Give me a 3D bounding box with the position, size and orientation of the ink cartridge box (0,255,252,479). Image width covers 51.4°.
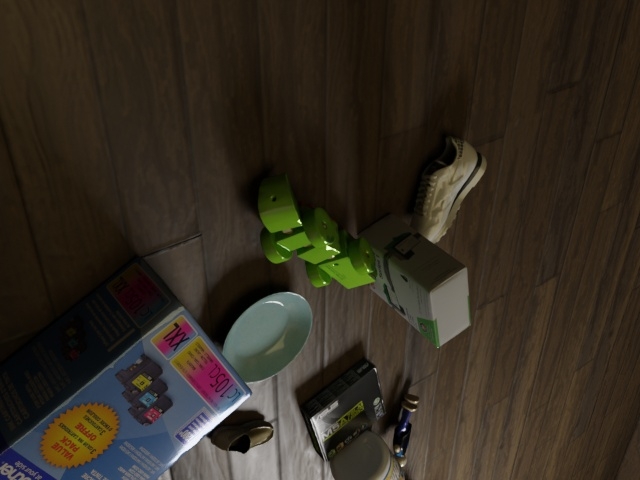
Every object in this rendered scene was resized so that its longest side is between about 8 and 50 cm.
[{"bbox_3d":[-0.334,0.259,0.992,0.395,0.151,0.270,-39,136,-13],"label":"ink cartridge box"}]

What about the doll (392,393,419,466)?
[{"bbox_3d":[0.206,0.484,1.660,0.129,0.046,0.189,-45,145,-66],"label":"doll"}]

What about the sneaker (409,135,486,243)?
[{"bbox_3d":[0.227,-0.093,1.316,0.094,0.090,0.235,27,93,-35],"label":"sneaker"}]

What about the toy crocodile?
[{"bbox_3d":[0.000,0.000,1.156,0.115,0.105,0.340,-20,147,27],"label":"toy crocodile"}]

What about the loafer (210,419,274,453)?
[{"bbox_3d":[-0.147,0.394,1.314,0.148,0.050,0.056,4,114,-43],"label":"loafer"}]

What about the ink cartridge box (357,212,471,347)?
[{"bbox_3d":[0.178,0.072,1.269,0.092,0.219,0.160,-31,133,-18],"label":"ink cartridge box"}]

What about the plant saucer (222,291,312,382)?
[{"bbox_3d":[-0.103,0.171,1.217,0.195,0.037,0.195,-22,128,-30],"label":"plant saucer"}]

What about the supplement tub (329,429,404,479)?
[{"bbox_3d":[0.118,0.556,1.585,0.144,0.144,0.200,-42,137,-12],"label":"supplement tub"}]

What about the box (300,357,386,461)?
[{"bbox_3d":[0.056,0.382,1.492,0.190,0.045,0.184,-33,136,-22],"label":"box"}]
